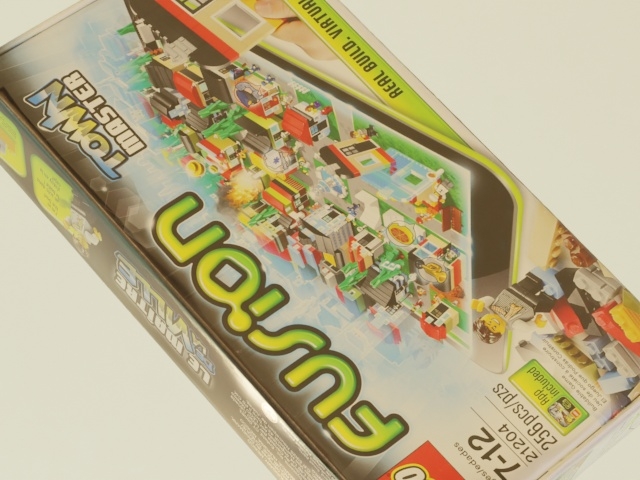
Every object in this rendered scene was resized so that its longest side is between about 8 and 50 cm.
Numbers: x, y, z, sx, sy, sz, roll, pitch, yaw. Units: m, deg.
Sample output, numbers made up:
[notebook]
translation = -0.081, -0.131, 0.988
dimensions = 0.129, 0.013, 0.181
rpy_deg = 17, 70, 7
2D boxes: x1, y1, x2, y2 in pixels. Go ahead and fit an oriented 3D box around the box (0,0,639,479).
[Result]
[box]
translation = 0.000, 0.000, 0.564
dimensions = 0.207, 0.114, 0.036
rpy_deg = 46, -28, 16
